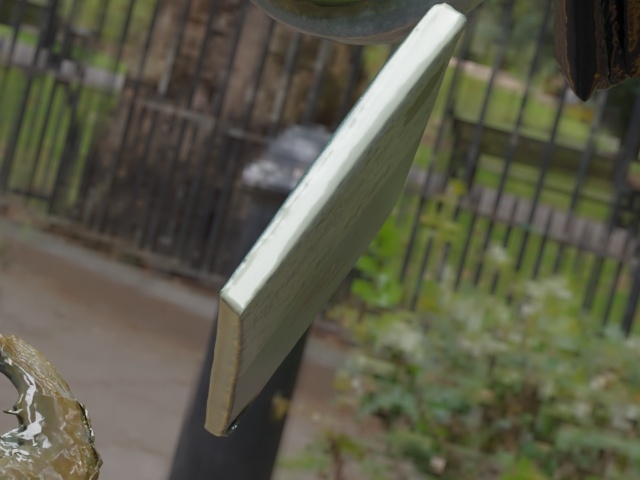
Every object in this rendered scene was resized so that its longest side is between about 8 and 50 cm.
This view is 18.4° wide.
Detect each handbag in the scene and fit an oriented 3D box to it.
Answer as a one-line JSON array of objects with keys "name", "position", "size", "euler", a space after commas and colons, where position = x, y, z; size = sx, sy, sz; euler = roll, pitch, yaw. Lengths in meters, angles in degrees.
[{"name": "handbag", "position": [0.317, -0.256, 1.823], "size": [0.247, 0.223, 0.080], "euler": [78, -14, -56]}]

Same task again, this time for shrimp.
[{"name": "shrimp", "position": [-0.257, 0.110, 1.286], "size": [0.253, 0.173, 0.058], "euler": [30, -39, -3]}]

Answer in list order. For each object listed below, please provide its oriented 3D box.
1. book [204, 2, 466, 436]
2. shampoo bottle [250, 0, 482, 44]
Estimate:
[{"name": "book", "position": [0.000, 0.000, 1.463], "size": [0.031, 0.264, 0.379], "euler": [35, -17, 7]}, {"name": "shampoo bottle", "position": [0.048, -0.349, 1.914], "size": [0.322, 0.322, 0.317], "euler": [16, 5, 19]}]
